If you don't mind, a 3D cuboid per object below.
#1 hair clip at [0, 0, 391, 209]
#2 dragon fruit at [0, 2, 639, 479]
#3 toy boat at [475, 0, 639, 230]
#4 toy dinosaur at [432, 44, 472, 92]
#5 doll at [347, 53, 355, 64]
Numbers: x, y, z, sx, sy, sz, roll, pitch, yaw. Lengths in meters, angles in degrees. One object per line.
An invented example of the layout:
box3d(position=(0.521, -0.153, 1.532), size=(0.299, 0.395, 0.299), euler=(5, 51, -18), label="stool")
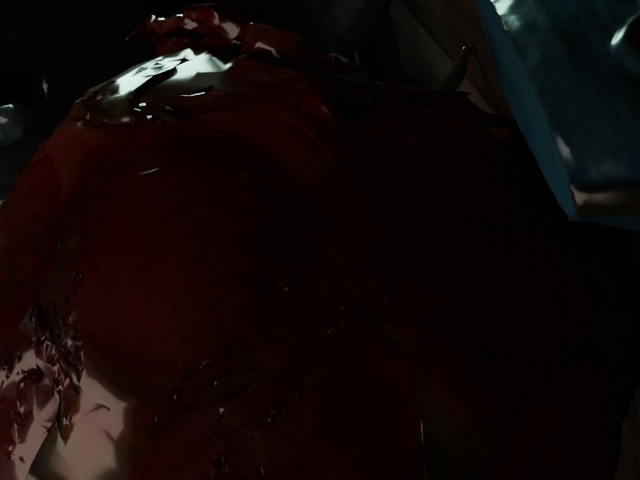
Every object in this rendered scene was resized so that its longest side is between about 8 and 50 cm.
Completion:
box3d(position=(-0.114, -0.050, 1.052), size=(0.392, 0.238, 0.318), euler=(-11, 115, 46), label="hair clip")
box3d(position=(-0.014, 0.057, 0.764), size=(0.302, 0.295, 0.295), euler=(-68, 21, 15), label="dragon fruit")
box3d(position=(0.107, -0.055, 0.610), size=(0.185, 0.077, 0.075), euler=(-103, -4, -62), label="toy boat")
box3d(position=(0.000, 0.000, 0.924), size=(0.053, 0.167, 0.242), euler=(-125, 53, -87), label="toy dinosaur")
box3d(position=(-0.070, -0.182, 1.235), size=(0.215, 0.161, 0.257), euler=(11, 120, 71), label="doll")
